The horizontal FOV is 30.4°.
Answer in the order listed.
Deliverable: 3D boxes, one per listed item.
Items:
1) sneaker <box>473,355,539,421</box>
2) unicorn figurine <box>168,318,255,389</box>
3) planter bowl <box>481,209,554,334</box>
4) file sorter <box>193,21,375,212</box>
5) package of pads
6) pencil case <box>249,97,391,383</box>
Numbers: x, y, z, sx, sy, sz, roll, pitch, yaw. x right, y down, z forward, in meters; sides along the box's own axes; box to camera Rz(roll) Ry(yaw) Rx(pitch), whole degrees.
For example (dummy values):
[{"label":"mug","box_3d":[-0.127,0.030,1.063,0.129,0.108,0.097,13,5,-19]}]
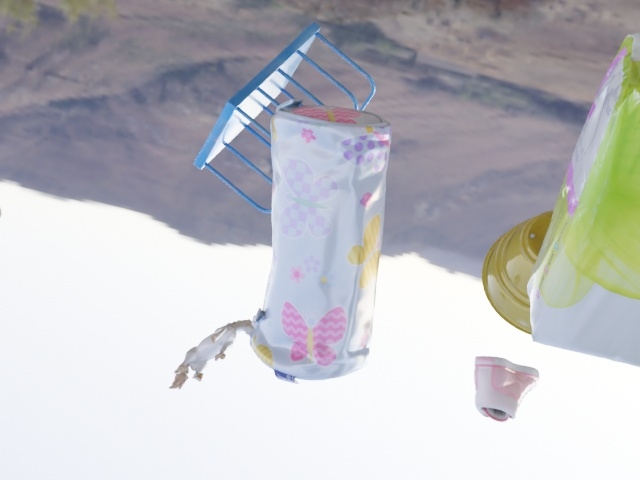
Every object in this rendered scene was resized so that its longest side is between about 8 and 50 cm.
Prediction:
[{"label":"sneaker","box_3d":[0.209,0.173,1.337,0.051,0.070,0.134,-5,165,30]},{"label":"unicorn figurine","box_3d":[-0.149,0.155,1.716,0.162,0.060,0.111,-22,-172,11]},{"label":"planter bowl","box_3d":[0.330,0.024,1.615,0.217,0.217,0.090,17,146,20]},{"label":"file sorter","box_3d":[-0.034,-0.130,1.284,0.104,0.170,0.118,40,142,1]},{"label":"package of pads","box_3d":[0.305,-0.011,0.954,0.229,0.296,0.101,13,-136,5]},{"label":"pencil case","box_3d":[0.000,0.000,1.166,0.124,0.273,0.113,16,-163,32]}]
